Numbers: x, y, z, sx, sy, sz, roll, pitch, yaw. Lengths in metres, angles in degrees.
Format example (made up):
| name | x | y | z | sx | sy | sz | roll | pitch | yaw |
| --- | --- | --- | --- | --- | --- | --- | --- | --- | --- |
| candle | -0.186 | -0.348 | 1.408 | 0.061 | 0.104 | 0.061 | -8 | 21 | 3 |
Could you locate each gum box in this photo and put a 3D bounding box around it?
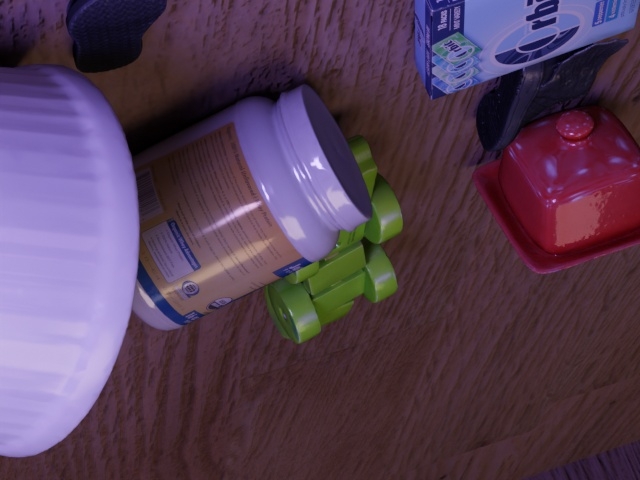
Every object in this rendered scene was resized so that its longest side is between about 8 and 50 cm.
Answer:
| name | x | y | z | sx | sy | sz | roll | pitch | yaw |
| --- | --- | --- | --- | --- | --- | --- | --- | --- | --- |
| gum box | 0.167 | -0.191 | 1.578 | 0.184 | 0.041 | 0.157 | -21 | 159 | -5 |

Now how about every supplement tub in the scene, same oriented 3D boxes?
| name | x | y | z | sx | sy | sz | roll | pitch | yaw |
| --- | --- | --- | --- | --- | --- | --- | --- | --- | --- |
| supplement tub | -0.073 | -0.028 | 1.597 | 0.199 | 0.144 | 0.144 | -26 | 159 | 12 |

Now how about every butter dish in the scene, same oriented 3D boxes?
| name | x | y | z | sx | sy | sz | roll | pitch | yaw |
| --- | --- | --- | --- | --- | --- | --- | --- | --- | --- |
| butter dish | 0.237 | -0.070 | 1.834 | 0.160 | 0.160 | 0.118 | -17 | 135 | -10 |

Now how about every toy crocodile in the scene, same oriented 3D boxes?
| name | x | y | z | sx | sy | sz | roll | pitch | yaw |
| --- | --- | --- | --- | --- | --- | --- | --- | --- | --- |
| toy crocodile | 0.000 | 0.000 | 1.816 | 0.115 | 0.105 | 0.340 | -28 | 158 | -14 |

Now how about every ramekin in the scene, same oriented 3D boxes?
| name | x | y | z | sx | sy | sz | roll | pitch | yaw |
| --- | --- | --- | --- | --- | --- | --- | --- | --- | --- |
| ramekin | -0.254 | 0.007 | 1.349 | 0.135 | 0.277 | 0.277 | 8 | 145 | -39 |

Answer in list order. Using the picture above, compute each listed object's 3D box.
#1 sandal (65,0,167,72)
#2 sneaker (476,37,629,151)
| name | x | y | z | sx | sy | sz | roll | pitch | yaw |
| --- | --- | --- | --- | --- | --- | --- | --- | --- | --- |
| sandal | -0.148 | -0.159 | 1.371 | 0.067 | 0.040 | 0.179 | -10 | 171 | -13 |
| sneaker | 0.199 | -0.134 | 1.731 | 0.089 | 0.051 | 0.170 | -9 | 153 | -18 |
